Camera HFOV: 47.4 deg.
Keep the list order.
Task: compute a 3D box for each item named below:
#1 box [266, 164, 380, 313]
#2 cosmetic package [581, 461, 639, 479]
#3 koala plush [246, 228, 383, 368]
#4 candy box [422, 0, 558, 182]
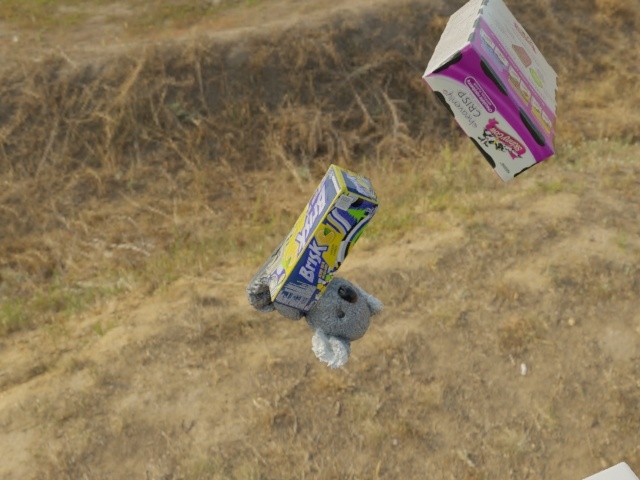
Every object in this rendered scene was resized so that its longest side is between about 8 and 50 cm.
[{"bbox_3d":[0.000,0.000,0.842,0.054,0.169,0.059,20,30,-24],"label":"box"},{"bbox_3d":[0.168,0.383,0.698,0.365,0.197,0.155,-21,43,-10],"label":"cosmetic package"},{"bbox_3d":[-0.001,0.097,1.277,0.221,0.203,0.196,39,52,-5],"label":"koala plush"},{"bbox_3d":[0.213,-0.196,0.881,0.071,0.159,0.233,-32,18,34],"label":"candy box"}]
